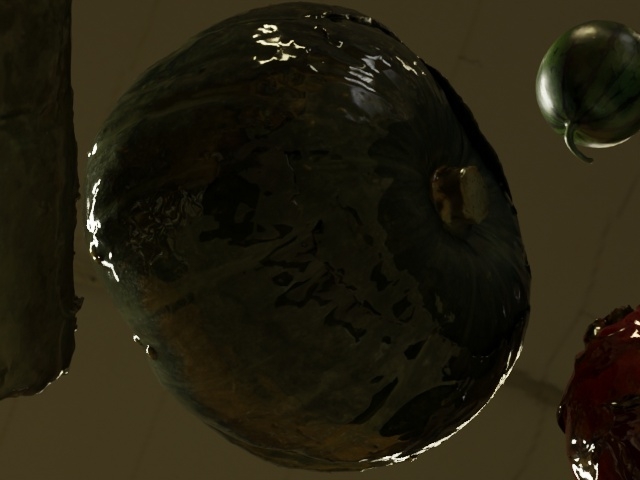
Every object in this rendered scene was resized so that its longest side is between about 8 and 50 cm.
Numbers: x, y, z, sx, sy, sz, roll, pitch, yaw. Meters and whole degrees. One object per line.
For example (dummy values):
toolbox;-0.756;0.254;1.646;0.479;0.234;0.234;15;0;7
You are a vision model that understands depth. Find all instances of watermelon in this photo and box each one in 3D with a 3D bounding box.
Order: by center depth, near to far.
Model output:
watermelon;0.211;-0.118;1.097;0.109;0.109;0.109;-10;-67;-25

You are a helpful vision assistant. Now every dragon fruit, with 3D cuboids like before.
dragon fruit;0.212;0.153;0.900;0.125;0.246;0.125;23;-46;-15

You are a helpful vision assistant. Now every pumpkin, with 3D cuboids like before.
pumpkin;0.000;0.000;1.005;0.328;0.257;0.291;50;-143;-25

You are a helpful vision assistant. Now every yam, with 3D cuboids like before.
yam;-0.180;-0.058;0.578;0.161;0.161;0.268;-8;-65;-25
